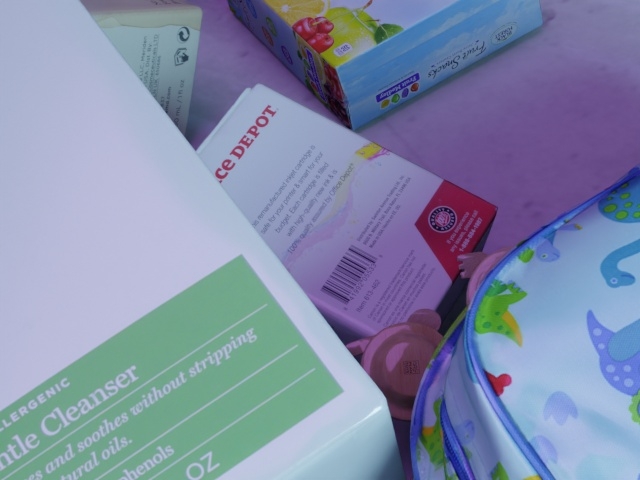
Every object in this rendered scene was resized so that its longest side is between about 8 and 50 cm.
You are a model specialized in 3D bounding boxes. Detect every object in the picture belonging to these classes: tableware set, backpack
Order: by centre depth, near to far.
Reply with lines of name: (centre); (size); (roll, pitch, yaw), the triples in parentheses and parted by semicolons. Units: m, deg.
backpack: (0.207, 0.070, 0.686); (0.356, 0.273, 0.290); (-32, 73, 4)
tableware set: (0.099, 0.089, 0.796); (0.141, 0.020, 0.168); (-24, 78, -9)

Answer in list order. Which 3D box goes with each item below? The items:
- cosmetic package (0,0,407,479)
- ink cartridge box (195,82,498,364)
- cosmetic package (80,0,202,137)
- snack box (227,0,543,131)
cosmetic package: (-0.137, 0.026, 0.740); (0.197, 0.155, 0.365); (-35, 64, -9)
ink cartridge box: (0.000, 0.000, 0.887); (0.175, 0.072, 0.127); (29, 58, 11)
cosmetic package: (-0.250, -0.123, 0.993); (0.160, 0.113, 0.309); (26, 25, 36)
snack box: (0.040, -0.196, 1.109); (0.174, 0.070, 0.207); (-29, 47, -11)
